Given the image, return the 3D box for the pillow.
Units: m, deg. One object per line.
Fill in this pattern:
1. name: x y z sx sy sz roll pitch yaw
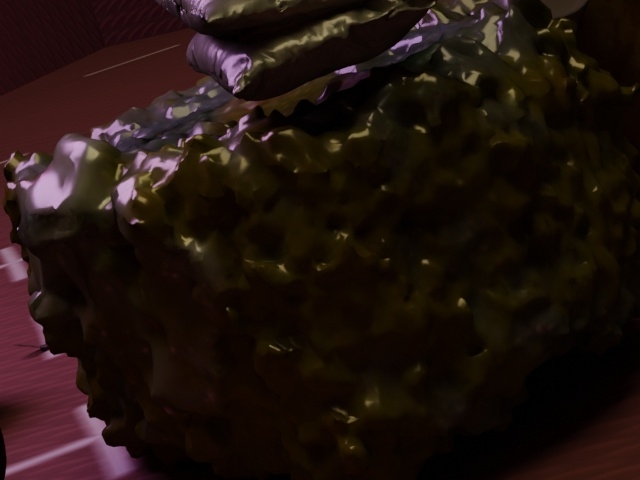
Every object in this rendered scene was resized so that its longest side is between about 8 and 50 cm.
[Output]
1. pillow: -0.017 -0.132 1.047 0.134 0.078 0.181 -19 17 -8

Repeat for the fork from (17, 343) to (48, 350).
1. fork: -0.208 0.075 1.607 0.115 0.012 0.016 -21 17 -36

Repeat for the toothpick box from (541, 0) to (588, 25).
1. toothpick box: 0.115 -0.128 1.343 0.111 0.181 0.111 8 49 -9

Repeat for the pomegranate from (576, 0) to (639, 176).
1. pomegranate: 0.284 -0.186 1.440 0.342 0.342 0.342 -16 13 4

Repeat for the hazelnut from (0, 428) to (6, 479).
1. hazelnut: -0.293 0.136 1.155 0.204 0.178 0.178 11 -2 -30

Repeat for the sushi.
1. sushi: 0.000 0.000 1.167 0.351 0.240 0.396 -27 13 -31
